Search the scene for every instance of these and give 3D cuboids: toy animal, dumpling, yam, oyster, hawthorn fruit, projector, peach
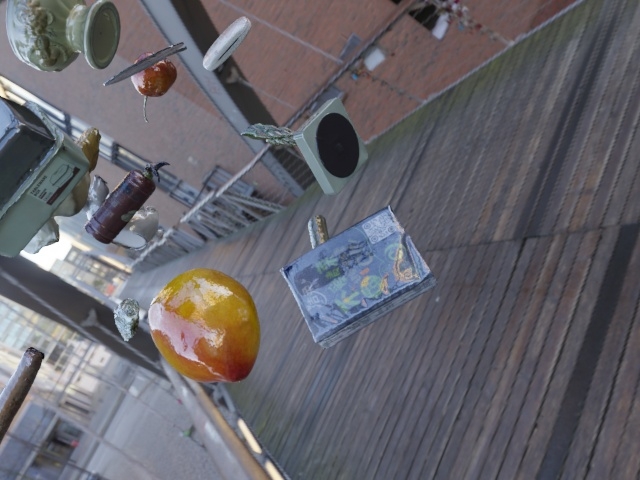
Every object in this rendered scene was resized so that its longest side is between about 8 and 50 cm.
[{"bbox_3d":[-0.709,-0.090,1.909,0.208,0.325,0.154,-17,49,22],"label":"toy animal"},{"bbox_3d":[-0.910,-0.025,1.749,0.134,0.169,0.100,-28,-17,-5],"label":"dumpling"},{"bbox_3d":[-0.632,0.338,1.102,0.264,0.046,0.046,-63,16,1],"label":"yam"},{"bbox_3d":[-0.581,0.235,1.643,0.177,0.064,0.125,-53,54,43],"label":"oyster"},{"bbox_3d":[-0.677,-0.599,2.152,0.285,0.165,0.165,-54,16,30],"label":"hawthorn fruit"},{"bbox_3d":[0.038,-0.330,1.924,0.079,0.259,0.257,-4,36,42],"label":"projector"},{"bbox_3d":[0.000,0.000,1.878,0.068,0.068,0.169,-43,46,43],"label":"yam"},{"bbox_3d":[-0.295,0.225,1.424,0.289,0.289,0.308,-53,27,20],"label":"peach"}]

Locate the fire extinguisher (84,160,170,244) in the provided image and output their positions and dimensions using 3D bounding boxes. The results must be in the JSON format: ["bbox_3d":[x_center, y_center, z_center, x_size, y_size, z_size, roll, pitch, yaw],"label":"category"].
[{"bbox_3d":[-0.614,-0.137,1.774,0.344,0.102,0.138,-48,45,5],"label":"fire extinguisher"}]

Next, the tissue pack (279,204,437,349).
[{"bbox_3d":[0.108,0.105,1.639,0.394,0.124,0.288,-31,55,4],"label":"tissue pack"}]

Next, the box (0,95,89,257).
[{"bbox_3d":[-0.615,-0.126,1.063,0.290,0.166,0.220,-50,54,0],"label":"box"}]

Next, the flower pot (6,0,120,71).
[{"bbox_3d":[-0.780,-0.663,1.691,0.307,0.244,0.307,13,-90,-90],"label":"flower pot"}]

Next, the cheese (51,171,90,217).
[{"bbox_3d":[-0.780,-0.164,1.467,0.318,0.326,0.115,-48,-26,-43],"label":"cheese"}]

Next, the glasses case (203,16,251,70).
[{"bbox_3d":[-0.295,-0.618,1.720,0.204,0.051,0.081,-42,44,17],"label":"glasses case"}]

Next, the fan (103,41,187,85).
[{"bbox_3d":[-0.403,-0.461,1.369,0.294,0.012,0.223,-41,22,-33],"label":"fan"}]

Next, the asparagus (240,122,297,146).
[{"bbox_3d":[-0.178,-0.402,2.067,0.080,0.287,0.080,-49,-31,-43],"label":"asparagus"}]

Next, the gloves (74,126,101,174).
[{"bbox_3d":[-0.841,-0.247,1.773,0.155,0.203,0.356,94,-160,-46],"label":"gloves"}]
